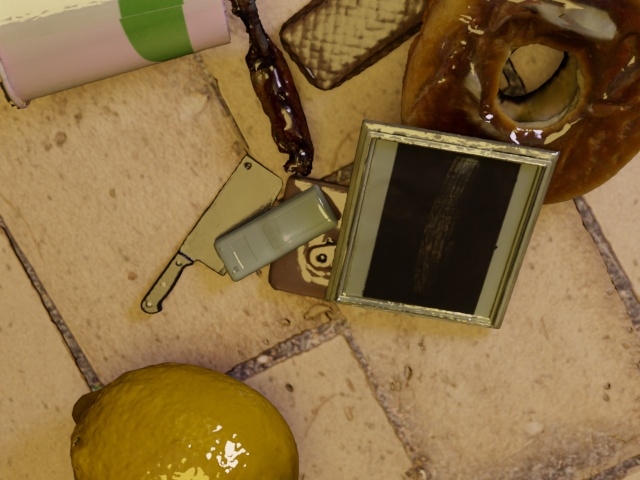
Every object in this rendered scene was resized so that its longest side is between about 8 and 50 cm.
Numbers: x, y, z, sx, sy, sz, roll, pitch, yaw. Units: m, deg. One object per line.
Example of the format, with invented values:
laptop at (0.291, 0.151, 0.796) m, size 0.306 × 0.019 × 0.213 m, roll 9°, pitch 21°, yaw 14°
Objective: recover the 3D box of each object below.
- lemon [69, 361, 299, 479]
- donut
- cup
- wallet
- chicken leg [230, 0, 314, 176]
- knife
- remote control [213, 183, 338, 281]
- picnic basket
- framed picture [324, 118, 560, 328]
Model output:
lemon at (-0.172, 0.275, 1.801) m, size 0.320 × 0.245 × 0.245 m, roll 23°, pitch 104°, yaw 14°
donut at (0.244, -0.203, 1.689) m, size 0.330 × 0.160 × 0.330 m, roll -3°, pitch 125°, yaw -4°
cup at (-0.249, -0.295, 1.692) m, size 0.274 × 0.253 × 0.253 m, roll -9°, pitch 101°, yaw 0°
wallet at (0.000, 0.000, 1.830) m, size 0.118 × 0.039 × 0.152 m, roll 11°, pitch 102°, yaw 5°
chicken leg at (-0.060, -0.194, 1.755) m, size 0.051 × 0.106 × 0.253 m, roll -20°, pitch 115°, yaw 2°
knife at (-0.138, 0.007, 1.853) m, size 0.072 × 0.019 × 0.245 m, roll 37°, pitch 101°, yaw -5°
remote control at (-0.058, -0.008, 1.809) m, size 0.162 × 0.029 × 0.061 m, roll -30°, pitch 87°, yaw 18°
picnic basket at (0.046, -0.266, 1.760) m, size 0.193 × 0.055 × 0.110 m, roll -35°, pitch 97°, yaw 13°
framed picture at (0.138, -0.009, 1.733) m, size 0.231 × 0.018 × 0.293 m, roll 9°, pitch 132°, yaw -2°
